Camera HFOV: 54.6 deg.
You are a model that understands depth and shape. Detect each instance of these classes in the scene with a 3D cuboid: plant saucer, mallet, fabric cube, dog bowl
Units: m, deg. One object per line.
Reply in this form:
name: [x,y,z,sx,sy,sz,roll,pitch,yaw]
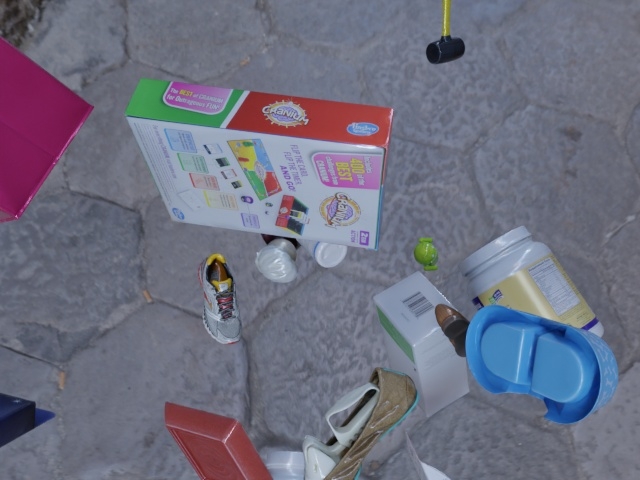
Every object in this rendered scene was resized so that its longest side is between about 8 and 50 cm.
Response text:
plant saucer: [-0.236,0.496,1.425,0.259,0.259,0.048,-1,33,39]
mallet: [0.210,-0.382,0.998,0.062,0.189,0.039,-14,28,-33]
fabric cube: [-0.617,-0.205,1.109,0.258,0.254,0.259,38,66,-31]
dog bowl: [0.390,0.212,1.107,0.074,0.297,0.165,3,96,-30]

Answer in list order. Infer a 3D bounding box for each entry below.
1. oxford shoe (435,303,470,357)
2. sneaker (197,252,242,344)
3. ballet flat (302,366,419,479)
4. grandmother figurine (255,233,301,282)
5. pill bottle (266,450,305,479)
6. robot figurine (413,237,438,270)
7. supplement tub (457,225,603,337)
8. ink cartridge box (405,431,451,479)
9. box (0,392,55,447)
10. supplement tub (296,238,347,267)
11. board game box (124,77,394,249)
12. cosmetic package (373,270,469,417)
oxford shoe: [0.319,0.203,1.424,0.076,0.212,0.076,-35,47,4]
sneaker: [-0.237,0.135,1.451,0.088,0.092,0.225,-12,72,-23]
ballet flat: [0.046,0.381,1.187,0.124,0.116,0.342,38,91,-18]
grandmother figurine: [-0.098,-0.052,1.380,0.208,0.104,0.342,28,39,-33]
pill bottle: [-0.081,0.688,1.572,0.162,0.162,0.278,3,63,1]
robot figurine: [0.312,0.042,1.835,0.067,0.115,0.101,-9,74,16]
supplement tub: [0.528,0.153,1.591,0.241,0.241,0.331,-28,76,-11]
ink cartridge box: [0.266,0.556,1.424,0.056,0.181,0.224,-20,56,-4]
box: [-0.361,0.169,0.548,0.137,0.225,0.036,10,99,14]
supplement tub: [0.000,0.000,1.234,0.071,0.071,0.107,-32,41,-12]
board game box: [-0.070,-0.092,0.831,0.317,0.242,0.064,9,60,6]
cosmetic package: [0.277,0.283,1.658,0.155,0.365,0.197,-29,45,-12]
